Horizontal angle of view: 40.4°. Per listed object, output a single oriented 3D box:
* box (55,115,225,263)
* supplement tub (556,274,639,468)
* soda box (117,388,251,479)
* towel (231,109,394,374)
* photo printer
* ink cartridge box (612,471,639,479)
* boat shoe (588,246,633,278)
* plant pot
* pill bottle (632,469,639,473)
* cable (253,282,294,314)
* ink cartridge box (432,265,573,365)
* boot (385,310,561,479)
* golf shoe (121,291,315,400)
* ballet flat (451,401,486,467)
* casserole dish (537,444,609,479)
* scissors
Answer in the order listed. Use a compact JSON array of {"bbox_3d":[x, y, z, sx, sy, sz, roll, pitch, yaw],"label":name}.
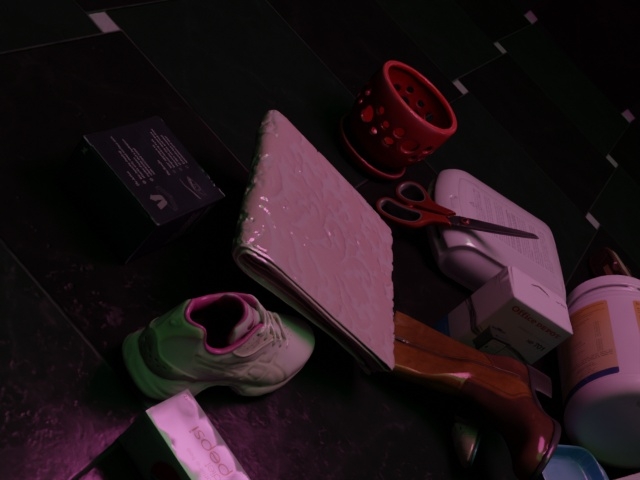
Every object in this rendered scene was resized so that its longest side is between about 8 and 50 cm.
[{"bbox_3d":[-0.245,-0.073,1.193,0.156,0.093,0.158,50,33,6],"label":"box"},{"bbox_3d":[0.558,0.235,1.614,0.228,0.228,0.316,35,35,-16],"label":"supplement tub"},{"bbox_3d":[-0.128,0.279,0.968,0.216,0.069,0.074,53,34,11],"label":"soda box"},{"bbox_3d":[0.000,0.000,1.304,0.317,0.053,0.332,44,30,-28],"label":"towel"},{"bbox_3d":[0.336,0.004,1.729,0.307,0.107,0.256,29,37,-22],"label":"photo printer"},{"bbox_3d":[0.617,0.573,1.435,0.308,0.091,0.385,4,53,-44],"label":"ink cartridge box"},{"bbox_3d":[0.701,0.120,2.019,0.095,0.095,0.257,38,33,-22],"label":"boat shoe"},{"bbox_3d":[0.144,-0.227,1.707,0.191,0.174,0.191,28,38,-24],"label":"plant pot"},{"bbox_3d":[0.663,0.448,1.630,0.160,0.087,0.087,36,35,-15],"label":"pill bottle"},{"bbox_3d":[-0.049,0.029,1.347,0.139,0.072,0.287,42,38,-30],"label":"cable"},{"bbox_3d":[0.302,0.151,1.460,0.139,0.190,0.082,31,36,-20],"label":"ink cartridge box"},{"bbox_3d":[0.216,0.226,1.310,0.280,0.096,0.264,24,34,-1],"label":"boot"},{"bbox_3d":[-0.097,0.126,1.103,0.306,0.140,0.115,-2,55,-50],"label":"golf shoe"},{"bbox_3d":[0.231,0.297,1.367,0.052,0.057,0.168,20,27,14],"label":"ballet flat"},{"bbox_3d":[0.419,0.403,1.459,0.188,0.037,0.114,14,44,-40],"label":"casserole dish"},{"bbox_3d":[0.243,-0.029,1.598,0.297,0.021,0.109,26,54,23],"label":"scissors"}]
